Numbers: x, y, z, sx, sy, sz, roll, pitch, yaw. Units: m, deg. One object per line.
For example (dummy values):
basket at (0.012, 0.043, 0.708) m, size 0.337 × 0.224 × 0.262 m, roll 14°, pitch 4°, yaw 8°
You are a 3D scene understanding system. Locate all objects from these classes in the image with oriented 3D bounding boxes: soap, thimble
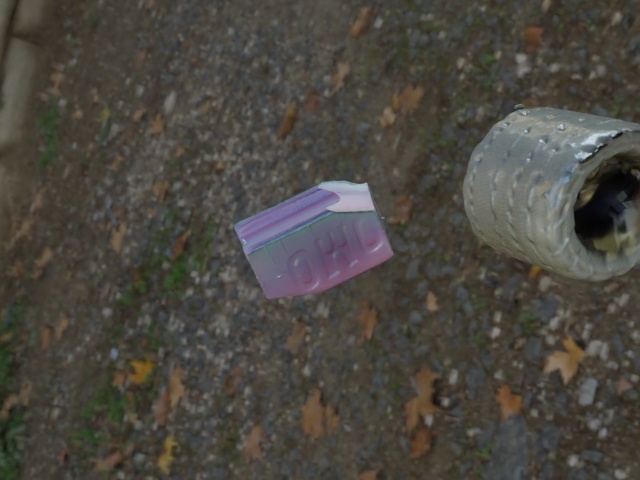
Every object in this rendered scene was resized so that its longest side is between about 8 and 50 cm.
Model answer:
soap at (0.000, 0.000, 0.970) m, size 0.149 × 0.100 × 0.056 m, roll -25°, pitch 42°, yaw -4°
thimble at (0.159, -0.031, 0.600) m, size 0.090 × 0.115 × 0.102 m, roll 25°, pitch 140°, yaw 55°
